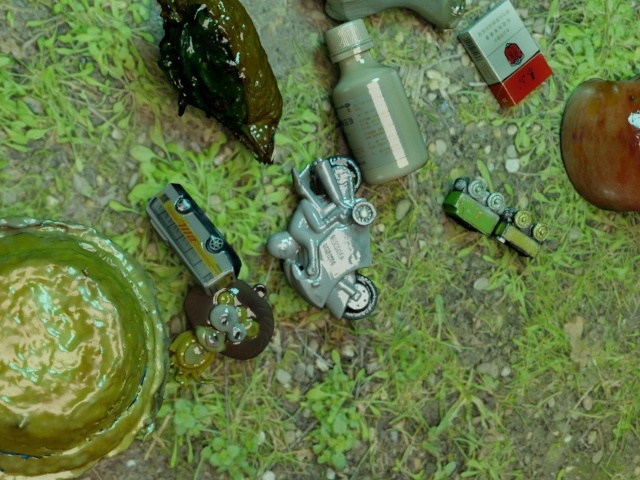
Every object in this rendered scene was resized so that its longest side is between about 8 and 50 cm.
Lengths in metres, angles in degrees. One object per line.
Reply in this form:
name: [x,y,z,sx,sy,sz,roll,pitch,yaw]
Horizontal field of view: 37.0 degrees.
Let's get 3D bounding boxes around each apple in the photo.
apple: [0.589,-0.185,1.670,0.293,0.163,0.251,-22,100,-21]

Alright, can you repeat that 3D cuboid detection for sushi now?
sushi: [-0.157,-0.245,1.400,0.140,0.149,0.287,-54,135,-42]

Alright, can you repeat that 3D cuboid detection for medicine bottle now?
medicine bottle: [0.079,-0.219,1.500,0.114,0.114,0.252,-24,100,-19]

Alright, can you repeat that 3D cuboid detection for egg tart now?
egg tart: [-0.379,0.147,1.297,0.388,0.169,0.388,4,79,-19]

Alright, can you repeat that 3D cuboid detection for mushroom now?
mushroom: [0.110,-0.393,1.523,0.278,0.099,0.096,0,96,-24]

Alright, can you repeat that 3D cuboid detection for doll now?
doll: [-0.148,0.142,1.435,0.145,0.096,0.188,22,93,-12]

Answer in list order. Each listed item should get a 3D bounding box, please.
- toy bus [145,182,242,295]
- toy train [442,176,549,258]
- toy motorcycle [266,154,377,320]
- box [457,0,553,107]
toy bus: [-0.188,-0.002,1.398,0.072,0.057,0.172,-36,73,-14]
toy train: [0.298,-0.035,1.618,0.202,0.060,0.081,31,87,-19]
toy motorcycle: [0.000,0.000,1.484,0.171,0.110,0.260,-7,88,-9]
box: [0.315,-0.316,1.625,0.100,0.048,0.152,-39,102,-14]
